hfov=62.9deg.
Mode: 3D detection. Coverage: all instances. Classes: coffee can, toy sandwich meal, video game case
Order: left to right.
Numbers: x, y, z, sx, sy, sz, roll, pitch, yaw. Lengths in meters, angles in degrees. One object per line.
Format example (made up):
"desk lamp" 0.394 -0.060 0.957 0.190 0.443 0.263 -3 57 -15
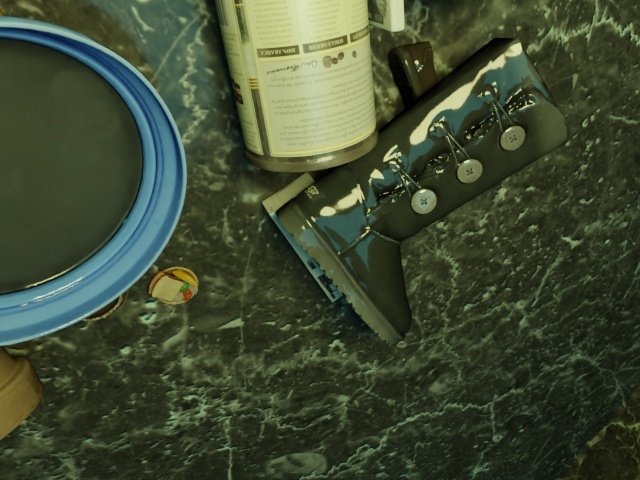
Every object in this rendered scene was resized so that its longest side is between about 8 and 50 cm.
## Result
"toy sandwich meal" -0.254 0.082 0.913 0.085 0.029 0.086 -10 121 -17
"coffee can" -0.030 -0.259 0.713 0.201 0.201 0.275 -16 122 -14
"video game case" 0.059 -0.379 0.691 0.022 0.190 0.173 -15 122 -11

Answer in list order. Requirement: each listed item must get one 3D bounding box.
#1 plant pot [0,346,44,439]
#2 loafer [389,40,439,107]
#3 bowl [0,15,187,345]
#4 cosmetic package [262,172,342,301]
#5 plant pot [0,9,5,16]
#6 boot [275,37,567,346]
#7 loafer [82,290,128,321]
"plant pot" -0.564 0.179 0.728 0.263 0.263 0.229 -19 105 -12
"loafer" 0.191 -0.236 0.891 0.078 0.080 0.220 -30 124 -4
"bowl" -0.345 -0.054 0.589 0.391 0.077 0.391 -29 139 -28
"cosmetic package" 0.000 0.000 0.956 0.099 0.060 0.239 -36 125 -2
"plant pot" -0.483 -0.242 0.543 0.212 0.187 0.212 -28 125 -6
"boot" 0.203 -0.059 0.877 0.445 0.146 0.367 -39 126 2
"loafer" -0.411 0.000 0.740 0.133 0.130 0.366 -33 125 -3
